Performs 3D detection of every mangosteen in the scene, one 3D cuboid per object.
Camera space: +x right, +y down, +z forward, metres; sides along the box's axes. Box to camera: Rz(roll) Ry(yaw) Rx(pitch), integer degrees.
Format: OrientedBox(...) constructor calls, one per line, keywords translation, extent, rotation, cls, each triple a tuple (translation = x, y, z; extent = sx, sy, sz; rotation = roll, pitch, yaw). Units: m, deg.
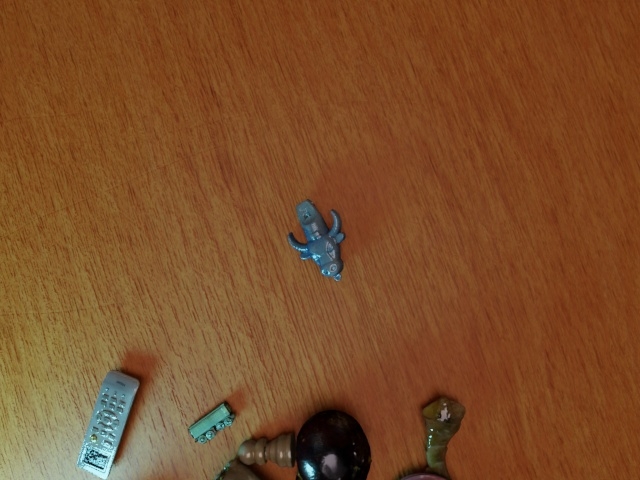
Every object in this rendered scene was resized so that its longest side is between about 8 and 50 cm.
OrientedBox(translation=(0.009, 0.629, 1.159), extent=(0.289, 0.231, 0.231), rotation=(-42, 88, 24), cls="mangosteen")

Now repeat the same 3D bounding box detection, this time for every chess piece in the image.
OrientedBox(translation=(-0.163, 0.632, 1.207), extent=(0.170, 0.094, 0.094), rotation=(-3, 87, 3), cls="chess piece")

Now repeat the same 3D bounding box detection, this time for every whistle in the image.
OrientedBox(translation=(0.000, 0.000, 1.234), extent=(0.180, 0.093, 0.269), rotation=(-29, 86, 21), cls="whistle")

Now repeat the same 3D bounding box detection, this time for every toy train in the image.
OrientedBox(translation=(-0.332, 0.564, 1.234), extent=(0.147, 0.038, 0.071), rotation=(-36, 85, -1), cls="toy train")

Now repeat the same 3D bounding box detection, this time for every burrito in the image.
OrientedBox(translation=(-0.178, 0.790, 1.163), extent=(0.332, 0.190, 0.135), rotation=(43, 47, -2), cls="burrito")

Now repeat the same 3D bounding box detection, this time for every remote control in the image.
OrientedBox(translation=(-0.641, 0.556, 1.229), extent=(0.109, 0.055, 0.314), rotation=(19, 92, 7), cls="remote control")

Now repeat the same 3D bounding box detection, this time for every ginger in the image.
OrientedBox(translation=(0.374, 0.613, 1.219), extent=(0.130, 0.086, 0.295), rotation=(-4, 96, -12), cls="ginger")

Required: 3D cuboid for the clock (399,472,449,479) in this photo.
OrientedBox(translation=(0.321, 0.812, 1.205), extent=(0.243, 0.056, 0.245), rotation=(1, 96, 9), cls="clock")
